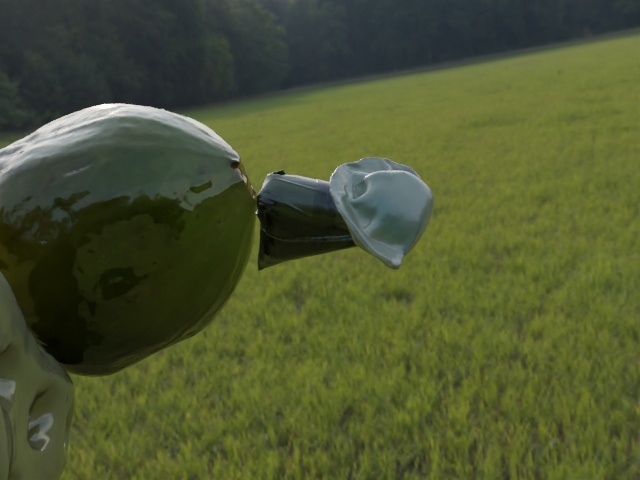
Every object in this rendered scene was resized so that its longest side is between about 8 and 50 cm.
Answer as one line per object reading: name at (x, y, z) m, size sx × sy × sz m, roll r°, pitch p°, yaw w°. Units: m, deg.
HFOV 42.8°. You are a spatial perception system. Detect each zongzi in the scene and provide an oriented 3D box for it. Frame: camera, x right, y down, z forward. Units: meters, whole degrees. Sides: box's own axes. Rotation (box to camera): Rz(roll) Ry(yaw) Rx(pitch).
zongzi at (0.000, 0.000, 0.659) m, size 0.104 × 0.113 × 0.052 m, roll 15°, pitch 49°, yaw 6°

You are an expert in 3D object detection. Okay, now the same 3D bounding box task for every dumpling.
dumpling at (0.031, -0.020, 0.442) m, size 0.077 × 0.059 × 0.043 m, roll -64°, pitch 13°, yaw -25°

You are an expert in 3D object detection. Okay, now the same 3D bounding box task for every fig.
fig at (-0.234, -0.009, 0.992) m, size 0.344 × 0.343 × 0.343 m, roll -9°, pitch 11°, yaw 2°

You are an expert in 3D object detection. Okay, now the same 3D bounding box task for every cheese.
cheese at (-0.325, 0.138, 0.766) m, size 0.130 × 0.328 × 0.351 m, roll -2°, pitch 18°, yaw -4°
